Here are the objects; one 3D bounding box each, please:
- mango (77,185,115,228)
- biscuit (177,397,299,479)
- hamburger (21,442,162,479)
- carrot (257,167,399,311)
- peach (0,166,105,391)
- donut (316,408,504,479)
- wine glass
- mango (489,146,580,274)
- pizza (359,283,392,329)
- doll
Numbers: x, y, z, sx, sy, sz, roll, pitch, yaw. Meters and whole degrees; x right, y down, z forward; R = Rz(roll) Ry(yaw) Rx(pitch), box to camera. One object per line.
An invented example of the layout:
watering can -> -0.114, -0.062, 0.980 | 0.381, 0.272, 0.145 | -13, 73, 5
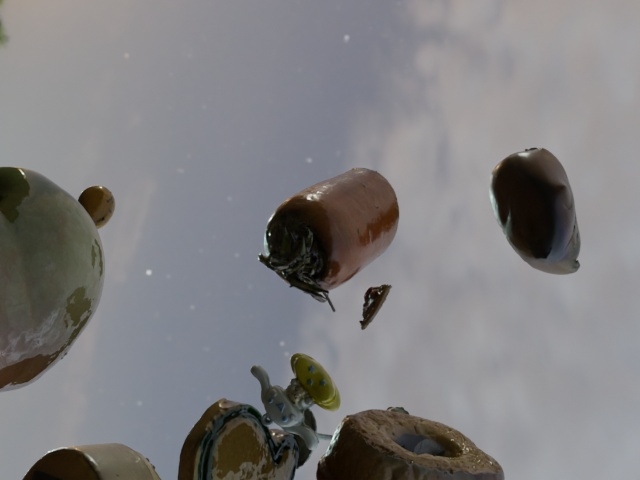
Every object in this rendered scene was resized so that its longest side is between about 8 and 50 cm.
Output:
mango -> -0.467, -0.066, 2.191 | 0.057, 0.079, 0.114 | 112, -4, -46
biscuit -> -0.126, 0.428, 1.816 | 0.057, 0.287, 0.343 | 6, -67, 35
hamburger -> -0.327, 0.433, 1.499 | 0.300, 0.176, 0.300 | -24, -127, 38
carrot -> 0.000, 0.000, 1.986 | 0.331, 0.193, 0.214 | -29, 137, -56
peach -> -0.410, 0.056, 1.326 | 0.247, 0.292, 0.292 | 4, -101, 27
donut -> 0.156, 0.402, 1.798 | 0.299, 0.317, 0.150 | 26, -78, 26
wine glass -> 0.052, 0.385, 2.051 | 0.156, 0.232, 0.156 | -25, -121, 53
mango -> 0.445, -0.066, 2.175 | 0.201, 0.153, 0.287 | 117, -33, -42
pizza -> 0.099, 0.129, 2.091 | 0.099, 0.029, 0.100 | -64, -170, -12
doll -> -0.040, 0.211, 1.465 | 0.113, 0.135, 0.071 | -62, 168, -4
